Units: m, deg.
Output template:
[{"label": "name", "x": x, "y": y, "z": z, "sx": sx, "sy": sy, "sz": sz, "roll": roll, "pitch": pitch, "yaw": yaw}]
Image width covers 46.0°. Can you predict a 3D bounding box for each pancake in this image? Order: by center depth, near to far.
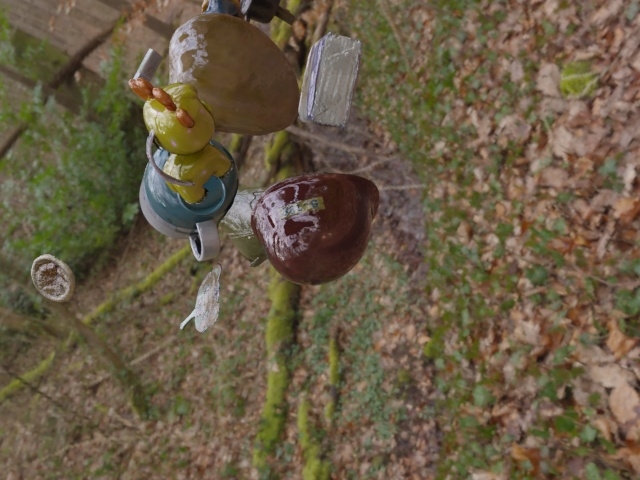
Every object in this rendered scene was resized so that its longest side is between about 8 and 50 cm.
[{"label": "pancake", "x": -0.690, "y": 0.099, "z": 1.946, "sx": 0.139, "sy": 0.139, "sz": 0.022, "roll": -53, "pitch": -4, "yaw": 32}]

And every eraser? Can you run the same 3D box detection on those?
[{"label": "eraser", "x": -0.413, "y": -0.414, "z": 1.808, "sx": 0.019, "sy": 0.038, "sz": 0.083, "roll": 24, "pitch": 85, "yaw": 36}]

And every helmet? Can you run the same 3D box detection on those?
[{"label": "helmet", "x": 0.000, "y": 0.000, "z": 2.122, "sx": 0.338, "sy": 0.384, "sz": 0.230, "roll": 70, "pitch": -172, "yaw": -50}]

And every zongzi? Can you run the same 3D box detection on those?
[{"label": "zongzi", "x": -0.195, "y": -0.133, "z": 2.380, "sx": 0.447, "sy": 0.418, "sz": 0.181, "roll": -33, "pitch": 17, "yaw": 47}]

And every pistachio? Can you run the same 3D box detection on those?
[{"label": "pistachio", "x": -0.158, "y": -0.305, "z": 1.409, "sx": 0.163, "sy": 0.260, "sz": 0.213, "roll": -116, "pitch": 39, "yaw": -55}]

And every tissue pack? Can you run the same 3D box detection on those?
[{"label": "tissue pack", "x": 0.022, "y": -0.442, "z": 2.124, "sx": 0.344, "sy": 0.125, "sz": 0.243, "roll": -123, "pitch": 42, "yaw": -79}]

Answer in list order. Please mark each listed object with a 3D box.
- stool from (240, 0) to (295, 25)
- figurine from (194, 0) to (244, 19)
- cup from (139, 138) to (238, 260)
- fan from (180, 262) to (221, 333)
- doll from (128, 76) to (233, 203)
[{"label": "stool", "x": -0.102, "y": -0.543, "z": 1.572, "sx": 0.125, "sy": 0.121, "sz": 0.217, "roll": 172, "pitch": 108, "yaw": -70}, {"label": "figurine", "x": -0.210, "y": -0.612, "z": 1.825, "sx": 0.185, "sy": 0.204, "sz": 0.332, "roll": 95, "pitch": 170, "yaw": -66}, {"label": "cup", "x": -0.299, "y": -0.096, "z": 1.769, "sx": 0.257, "sy": 0.219, "sz": 0.290, "roll": 148, "pitch": 107, "yaw": -71}, {"label": "fan", "x": -0.280, "y": 0.157, "z": 1.752, "sx": 0.226, "sy": 0.008, "sz": 0.153, "roll": -41, "pitch": 43, "yaw": 46}, {"label": "doll", "x": -0.224, "y": -0.168, "z": 1.179, "sx": 0.135, "sy": 0.221, "sz": 0.143, "roll": -44, "pitch": 58, "yaw": -14}]
